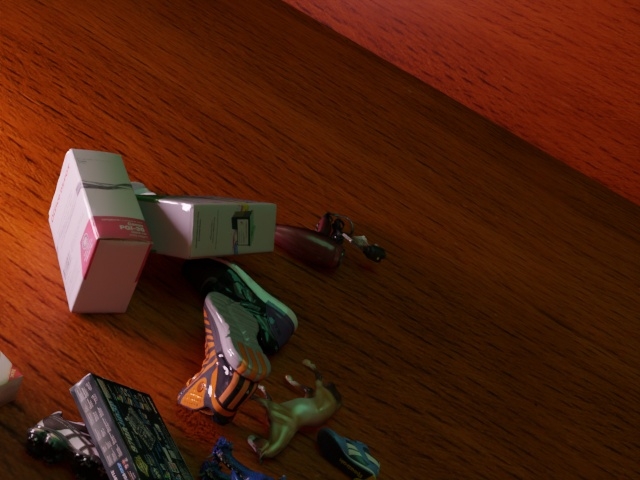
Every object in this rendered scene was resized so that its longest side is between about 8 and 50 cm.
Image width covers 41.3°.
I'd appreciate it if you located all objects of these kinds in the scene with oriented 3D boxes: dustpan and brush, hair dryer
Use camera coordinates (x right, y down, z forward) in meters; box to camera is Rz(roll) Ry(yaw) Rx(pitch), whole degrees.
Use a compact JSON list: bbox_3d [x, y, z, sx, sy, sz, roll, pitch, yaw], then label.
[{"bbox_3d":[-0.440,-0.086,1.950,0.211,0.060,0.147,-15,52,-45],"label":"dustpan and brush"},{"bbox_3d":[0.000,0.000,2.155,0.294,0.080,0.223,6,23,-37],"label":"hair dryer"}]

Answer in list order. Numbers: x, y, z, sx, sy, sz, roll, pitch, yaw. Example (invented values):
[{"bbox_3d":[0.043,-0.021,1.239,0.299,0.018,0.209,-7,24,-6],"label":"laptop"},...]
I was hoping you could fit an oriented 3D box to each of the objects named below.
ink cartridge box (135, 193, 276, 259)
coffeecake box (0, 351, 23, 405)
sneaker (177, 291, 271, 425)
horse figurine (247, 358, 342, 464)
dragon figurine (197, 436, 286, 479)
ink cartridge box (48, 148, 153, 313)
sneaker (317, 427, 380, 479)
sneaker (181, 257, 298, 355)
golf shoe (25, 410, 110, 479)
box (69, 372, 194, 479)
[{"bbox_3d":[-0.256,-0.034,1.838,0.201,0.117,0.278,9,7,34],"label":"ink cartridge box"},{"bbox_3d":[-0.619,0.213,1.425,0.185,0.068,0.142,41,35,18],"label":"coffeecake box"},{"bbox_3d":[-0.204,0.227,1.615,0.125,0.180,0.321,32,12,-21],"label":"sneaker"},{"bbox_3d":[-0.049,0.324,1.674,0.263,0.066,0.174,-8,42,-38],"label":"horse figurine"},{"bbox_3d":[-0.119,0.435,1.411,0.144,0.085,0.289,21,13,-22],"label":"dragon figurine"},{"bbox_3d":[-0.453,-0.022,1.725,0.117,0.207,0.283,4,41,-32],"label":"ink cartridge box"},{"bbox_3d":[0.055,0.411,1.642,0.144,0.053,0.059,42,36,6],"label":"sneaker"},{"bbox_3d":[-0.189,0.136,1.797,0.283,0.107,0.124,32,40,7],"label":"sneaker"},{"bbox_3d":[-0.383,0.346,1.405,0.198,0.077,0.094,30,34,2],"label":"golf shoe"},{"bbox_3d":[-0.308,0.335,1.415,0.220,0.051,0.175,53,6,32],"label":"box"}]
